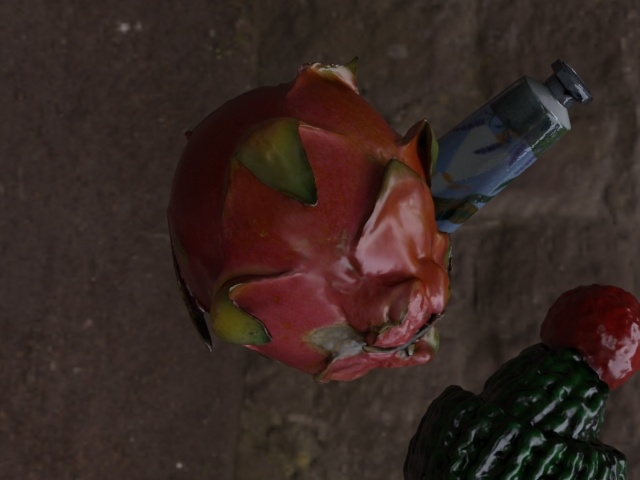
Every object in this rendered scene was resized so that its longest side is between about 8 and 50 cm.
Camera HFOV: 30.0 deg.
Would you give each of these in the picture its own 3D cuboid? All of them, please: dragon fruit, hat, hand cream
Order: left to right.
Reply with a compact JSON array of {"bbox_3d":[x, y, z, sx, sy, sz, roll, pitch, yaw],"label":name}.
[{"bbox_3d":[-0.004,-0.003,0.877,0.224,0.224,0.227,28,41,-61],"label":"dragon fruit"},{"bbox_3d":[0.110,-0.048,1.009,0.091,0.271,0.058,45,21,-14],"label":"hand cream"},{"bbox_3d":[0.245,0.189,1.336,0.242,0.274,0.332,31,84,-16],"label":"hat"}]
